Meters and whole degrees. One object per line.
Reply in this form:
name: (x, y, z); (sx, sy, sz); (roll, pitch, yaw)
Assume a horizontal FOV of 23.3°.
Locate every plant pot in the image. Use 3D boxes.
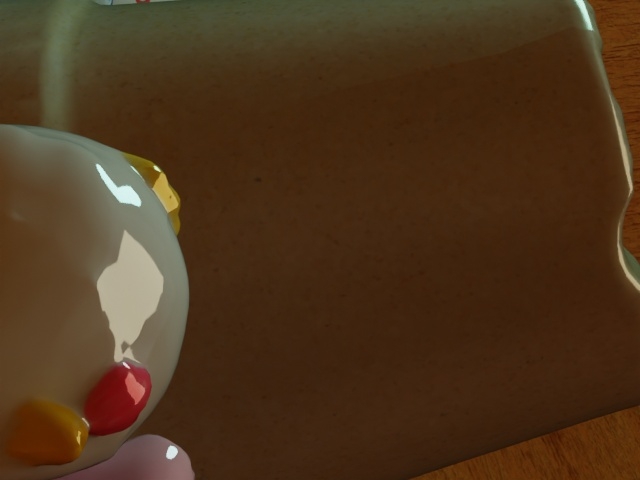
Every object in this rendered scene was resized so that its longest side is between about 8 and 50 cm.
plant pot: (0.000, 0.000, 0.788); (0.334, 0.305, 0.334); (-12, 90, -84)

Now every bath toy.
bath toy: (-0.080, 0.134, 0.489); (0.129, 0.151, 0.348); (-50, 144, -48)

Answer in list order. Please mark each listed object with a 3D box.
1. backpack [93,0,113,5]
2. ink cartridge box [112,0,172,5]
backpack: (-0.179, -0.172, 0.985); (0.084, 0.105, 0.114); (89, -6, -49)
ink cartridge box: (-0.093, -0.185, 1.190); (0.197, 0.270, 0.198); (-10, -93, 55)
